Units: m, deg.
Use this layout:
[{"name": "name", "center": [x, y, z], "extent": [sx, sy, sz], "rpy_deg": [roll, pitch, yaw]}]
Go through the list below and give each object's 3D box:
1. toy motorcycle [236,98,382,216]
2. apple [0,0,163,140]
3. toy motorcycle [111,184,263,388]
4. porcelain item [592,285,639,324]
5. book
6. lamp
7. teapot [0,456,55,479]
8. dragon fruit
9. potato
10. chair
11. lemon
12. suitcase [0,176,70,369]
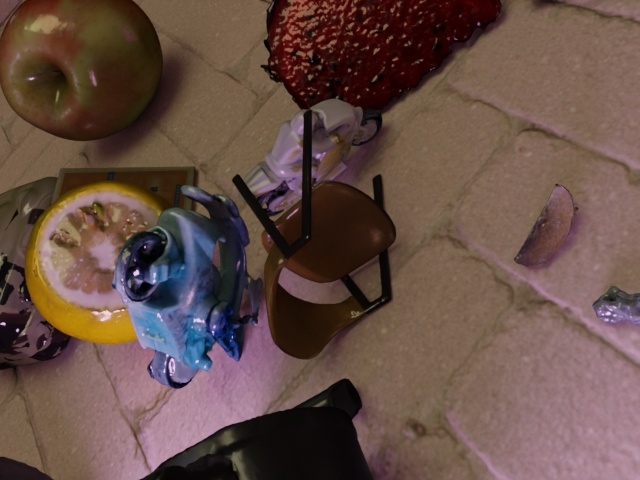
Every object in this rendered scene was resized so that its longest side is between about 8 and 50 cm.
[{"name": "toy motorcycle", "center": [-0.016, -0.123, 0.966], "extent": [0.228, 0.151, 0.074], "rpy_deg": [-37, 63, 4]}, {"name": "apple", "center": [-0.489, -0.374, 1.455], "extent": [0.319, 0.319, 0.277], "rpy_deg": [-26, 24, 25]}, {"name": "toy motorcycle", "center": [-0.163, 0.056, 0.879], "extent": [0.154, 0.260, 0.206], "rpy_deg": [18, 48, 24]}, {"name": "porcelain item", "center": [0.293, 0.063, 0.648], "extent": [0.083, 0.028, 0.036], "rpy_deg": [2, 46, 44]}, {"name": "book", "center": [-0.342, -0.064, 1.203], "extent": [0.241, 0.018, 0.170], "rpy_deg": [-2, 52, -3]}, {"name": "lamp", "center": [-0.026, 0.294, 0.618], "extent": [0.205, 0.374, 0.272], "rpy_deg": [-30, 77, 13]}, {"name": "teapot", "center": [-0.461, 0.461, 0.884], "extent": [0.344, 0.253, 0.300], "rpy_deg": [-52, 7, 5]}, {"name": "dragon fruit", "center": [0.067, -0.333, 1.038], "extent": [0.343, 0.282, 0.100], "rpy_deg": [-35, 2, 18]}, {"name": "potato", "center": [0.245, -0.012, 0.746], "extent": [0.037, 0.036, 0.093], "rpy_deg": [29, 101, 13]}, {"name": "chair", "center": [0.000, 0.000, 0.855], "extent": [0.172, 0.158, 0.247], "rpy_deg": [-39, 41, 18]}, {"name": "lemon", "center": [-0.304, 0.040, 1.040], "extent": [0.240, 0.219, 0.240], "rpy_deg": [2, 73, -6]}, {"name": "suitcase", "center": [-0.532, 0.049, 1.264], "extent": [0.339, 0.194, 0.352], "rpy_deg": [-13, 53, 32]}]
